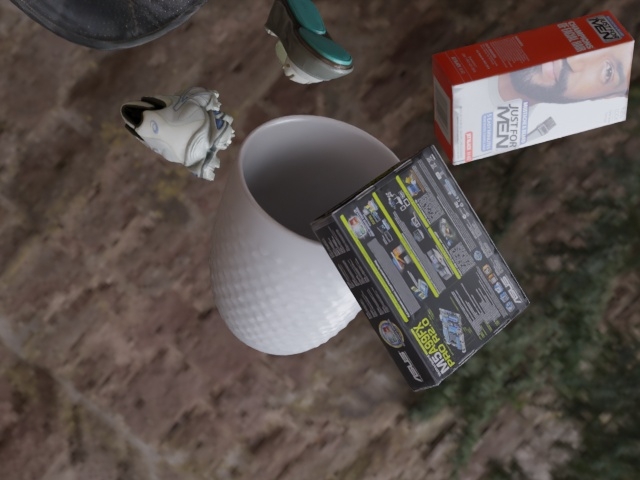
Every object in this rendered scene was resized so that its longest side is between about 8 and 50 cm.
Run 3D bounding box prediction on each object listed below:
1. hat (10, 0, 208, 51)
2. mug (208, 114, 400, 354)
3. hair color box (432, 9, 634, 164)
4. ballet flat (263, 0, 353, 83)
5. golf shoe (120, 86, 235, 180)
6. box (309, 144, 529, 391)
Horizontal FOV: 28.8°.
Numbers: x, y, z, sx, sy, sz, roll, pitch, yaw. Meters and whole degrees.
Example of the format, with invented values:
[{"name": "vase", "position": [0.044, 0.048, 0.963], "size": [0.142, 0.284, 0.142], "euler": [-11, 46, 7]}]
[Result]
[{"name": "hat", "position": [-0.257, -0.393, 1.453], "size": [0.331, 0.331, 0.134], "euler": [-44, -139, 9]}, {"name": "mug", "position": [0.000, 0.000, 1.958], "size": [0.374, 0.276, 0.328], "euler": [-24, 151, -37]}, {"name": "hair color box", "position": [0.186, -0.134, 1.097], "size": [0.167, 0.093, 0.053], "euler": [-16, -134, -8]}, {"name": "ballet flat", "position": [-0.016, -0.208, 1.371], "size": [0.068, 0.072, 0.213], "euler": [-60, -154, 21]}, {"name": "golf shoe", "position": [-0.131, -0.108, 1.076], "size": [0.069, 0.086, 0.176], "euler": [-67, -161, 6]}, {"name": "box", "position": [0.140, 0.034, 1.695], "size": [0.216, 0.270, 0.060], "euler": [-36, -174, -34]}]
